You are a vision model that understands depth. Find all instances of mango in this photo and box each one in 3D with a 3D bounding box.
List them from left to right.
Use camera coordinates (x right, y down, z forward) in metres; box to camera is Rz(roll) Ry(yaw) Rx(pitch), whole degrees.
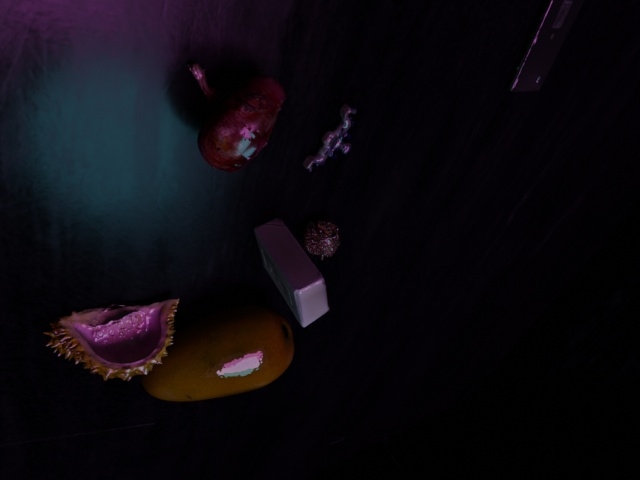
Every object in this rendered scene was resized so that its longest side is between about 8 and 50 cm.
[{"bbox_3d":[-0.207,0.235,0.909,0.317,0.173,0.211,-15,159,-15],"label":"mango"}]

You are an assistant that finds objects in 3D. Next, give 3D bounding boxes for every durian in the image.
[{"bbox_3d":[-0.356,0.173,0.788,0.182,0.165,0.132,-17,101,-60],"label":"durian"},{"bbox_3d":[0.000,0.000,0.907,0.080,0.080,0.091,-11,115,-32],"label":"durian"}]

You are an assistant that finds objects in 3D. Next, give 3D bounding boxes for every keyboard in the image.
[{"bbox_3d":[0.469,-0.448,0.873,0.106,0.027,0.317,-12,136,-26],"label":"keyboard"}]

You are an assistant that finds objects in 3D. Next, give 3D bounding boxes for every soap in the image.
[{"bbox_3d":[-0.054,0.057,0.834,0.064,0.183,0.121,-26,141,-16],"label":"soap"}]

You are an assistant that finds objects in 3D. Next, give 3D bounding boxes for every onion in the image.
[{"bbox_3d":[-0.128,-0.178,0.598,0.140,0.150,0.150,39,102,-22],"label":"onion"}]

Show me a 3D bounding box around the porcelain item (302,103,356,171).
[{"bbox_3d":[0.031,-0.174,0.798,0.075,0.021,0.136,14,120,-51],"label":"porcelain item"}]
